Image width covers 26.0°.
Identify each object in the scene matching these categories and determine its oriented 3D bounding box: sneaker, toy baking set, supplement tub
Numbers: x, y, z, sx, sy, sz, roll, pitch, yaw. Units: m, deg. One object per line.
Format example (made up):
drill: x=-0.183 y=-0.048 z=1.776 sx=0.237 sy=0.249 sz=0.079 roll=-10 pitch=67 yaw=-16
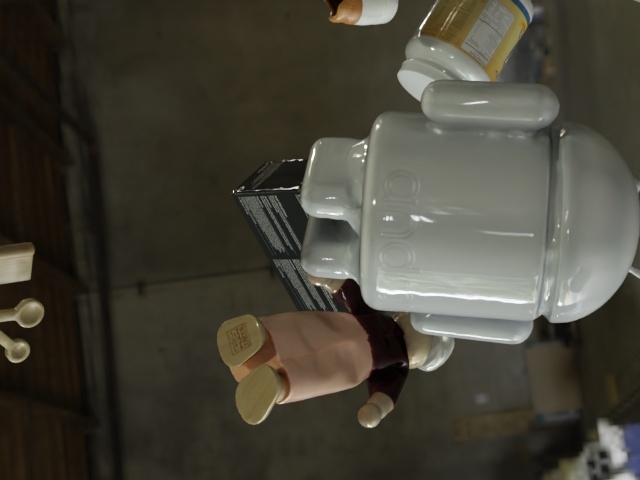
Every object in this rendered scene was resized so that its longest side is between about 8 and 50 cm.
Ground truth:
sneaker: x=0.008 y=-0.441 z=1.987 sx=0.106 sy=0.123 sz=0.290 roll=-43 pitch=65 yaw=52
toy baking set: x=-0.424 y=0.099 z=1.590 sx=0.030 sy=0.256 sz=0.197 roll=31 pitch=147 yaw=48
supplement tub: x=0.218 y=-0.303 z=2.109 sx=0.200 sy=0.144 sz=0.144 roll=-58 pitch=-15 yaw=-11

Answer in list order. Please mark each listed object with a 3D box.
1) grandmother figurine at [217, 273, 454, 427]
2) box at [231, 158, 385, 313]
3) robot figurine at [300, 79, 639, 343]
grandmother figurine: x=0.034 y=0.124 z=1.658 sx=0.342 sy=0.104 sz=0.208 roll=-1 pitch=-106 yaw=-45
box: x=0.000 y=0.000 z=2.243 sx=0.103 sy=0.184 sz=0.261 roll=-44 pitch=-62 yaw=-30
robot figurine: x=0.159 y=-0.022 z=1.370 sx=0.200 sy=0.353 sz=0.300 roll=-80 pitch=-9 yaw=-52
